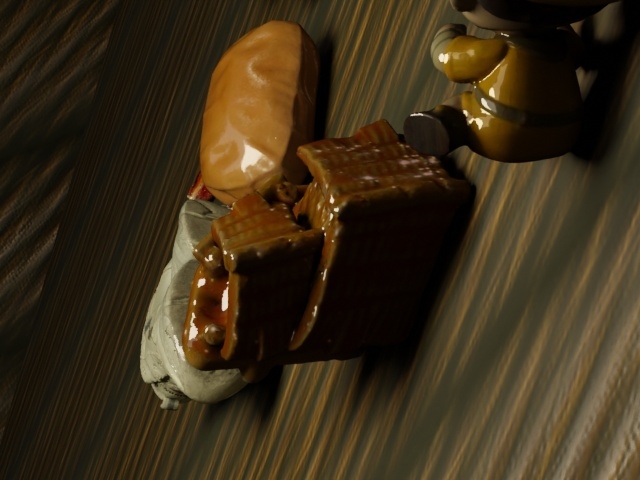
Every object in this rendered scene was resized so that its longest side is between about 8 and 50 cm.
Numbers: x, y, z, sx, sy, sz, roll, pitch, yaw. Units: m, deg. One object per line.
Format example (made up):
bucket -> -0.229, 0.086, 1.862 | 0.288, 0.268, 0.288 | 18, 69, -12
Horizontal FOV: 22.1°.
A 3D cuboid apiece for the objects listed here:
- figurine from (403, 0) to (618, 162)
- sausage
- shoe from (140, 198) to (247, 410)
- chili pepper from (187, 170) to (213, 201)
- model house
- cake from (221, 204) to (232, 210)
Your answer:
figurine -> 0.150, -0.182, 1.155 | 0.167, 0.192, 0.256 | 21, 121, 48
sausage -> -0.065, -0.147, 1.878 | 0.136, 0.120, 0.241 | -18, 52, 30
shoe -> -0.134, 0.117, 1.856 | 0.342, 0.132, 0.210 | -97, 24, -61
chili pepper -> -0.149, -0.085, 2.251 | 0.178, 0.027, 0.045 | 128, 149, -51
model house -> -0.001, 0.001, 1.423 | 0.229, 0.199, 0.219 | 129, 141, -60
cake -> -0.119, 0.019, 2.058 | 0.052, 0.065, 0.121 | -43, 57, 59
